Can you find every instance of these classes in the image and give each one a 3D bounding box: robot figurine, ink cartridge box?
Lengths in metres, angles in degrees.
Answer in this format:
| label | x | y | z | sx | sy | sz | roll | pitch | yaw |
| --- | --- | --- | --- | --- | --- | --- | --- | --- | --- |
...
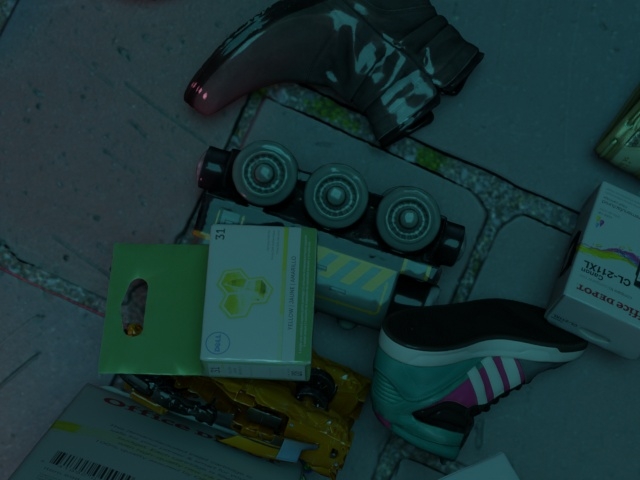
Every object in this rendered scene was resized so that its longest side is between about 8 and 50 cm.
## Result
| label | x | y | z | sx | sy | sz | roll | pitch | yaw |
| --- | --- | --- | --- | --- | --- | --- | --- | --- | --- |
| robot figurine | -0.095 | 0.167 | 1.584 | 0.291 | 0.211 | 0.085 | 20 | 119 | 3 |
| ink cartridge box | 0.360 | 0.037 | 1.646 | 0.127 | 0.072 | 0.175 | 24 | 60 | 0 |
| ink cartridge box | -0.180 | 0.311 | 1.437 | 0.279 | 0.384 | 0.160 | 20 | 100 | 0 |
| ink cartridge box | -0.123 | 0.066 | 1.516 | 0.235 | 0.056 | 0.171 | 3 | 61 | 0 |

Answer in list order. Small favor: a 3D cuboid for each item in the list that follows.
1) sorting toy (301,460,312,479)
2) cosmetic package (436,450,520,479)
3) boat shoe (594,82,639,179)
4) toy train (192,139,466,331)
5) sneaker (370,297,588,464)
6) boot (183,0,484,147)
| label | x | y | z | sx | sy | sz | roll | pitch | yaw |
| --- | --- | --- | --- | --- | --- | --- | --- | --- | --- |
| sorting toy | -0.033 | 0.266 | 1.638 | 0.061 | 0.042 | 0.102 | -3 | 93 | 12 |
| cosmetic package | 0.217 | 0.434 | 1.335 | 0.097 | 0.284 | 0.377 | -20 | 58 | -15 |
| boat shoe | 0.437 | -0.213 | 1.700 | 0.089 | 0.104 | 0.285 | 26 | 81 | -2 |
| toy train | 0.000 | 0.000 | 1.636 | 0.334 | 0.142 | 0.190 | 18 | 93 | -2 |
| sneaker | 0.176 | 0.175 | 1.622 | 0.296 | 0.124 | 0.178 | 0 | 120 | -32 |
| boot | 0.021 | -0.200 | 1.676 | 0.338 | 0.118 | 0.222 | -36 | 90 | -3 |
